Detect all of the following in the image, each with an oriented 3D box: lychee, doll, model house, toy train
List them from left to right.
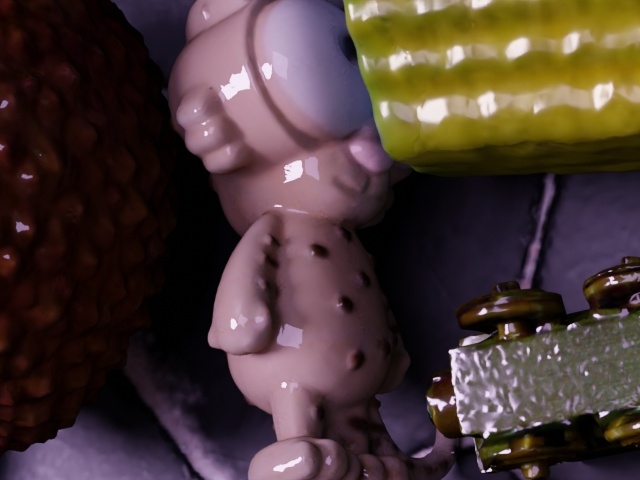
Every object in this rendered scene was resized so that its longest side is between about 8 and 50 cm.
[{"bbox_3d":[-0.205,-0.031,0.919,0.275,0.275,0.304,-27,73,18],"label":"lychee"},{"bbox_3d":[-0.001,0.000,0.878,0.119,0.154,0.278,-23,69,35],"label":"doll"},{"bbox_3d":[0.146,-0.161,0.817,0.237,0.215,0.303,-4,79,25],"label":"model house"},{"bbox_3d":[0.164,0.056,0.791,0.225,0.137,0.090,-14,75,27],"label":"toy train"}]
